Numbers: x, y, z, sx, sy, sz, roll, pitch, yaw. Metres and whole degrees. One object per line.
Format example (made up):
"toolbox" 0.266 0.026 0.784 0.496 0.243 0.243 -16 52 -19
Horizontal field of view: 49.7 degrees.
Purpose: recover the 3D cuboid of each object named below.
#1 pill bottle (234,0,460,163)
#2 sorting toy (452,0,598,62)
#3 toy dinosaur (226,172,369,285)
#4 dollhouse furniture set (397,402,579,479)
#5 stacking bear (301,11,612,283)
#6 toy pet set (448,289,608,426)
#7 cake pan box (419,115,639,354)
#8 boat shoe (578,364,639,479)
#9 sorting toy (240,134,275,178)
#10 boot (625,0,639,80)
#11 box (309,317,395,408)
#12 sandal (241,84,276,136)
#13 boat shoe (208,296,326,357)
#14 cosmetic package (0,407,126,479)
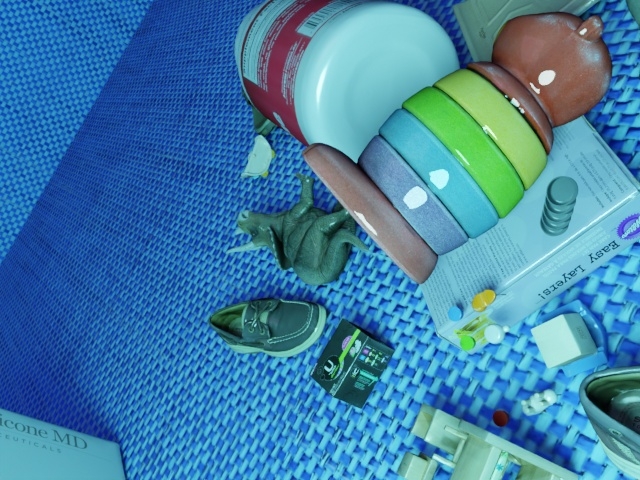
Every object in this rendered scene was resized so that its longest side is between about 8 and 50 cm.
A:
"pill bottle" 0.010 -0.258 1.045 0.229 0.229 0.407 -54 33 6
"sorting toy" 0.287 -0.322 0.917 0.208 0.038 0.193 -33 41 26
"toy dinosaur" 0.000 0.000 0.984 0.313 0.121 0.160 30 100 52
"dollhouse furniture set" 0.126 0.263 0.631 0.182 0.101 0.161 -64 9 -8
"stacking bear" 0.156 -0.108 0.687 0.289 0.175 0.164 -42 65 7
"toy pet set" 0.202 0.098 0.654 0.114 0.065 0.122 -35 64 36
"cake pan box" 0.202 -0.046 0.772 0.245 0.070 0.267 -41 37 21
"boat shoe" 0.308 0.137 0.458 0.285 0.092 0.103 1 62 52
"sorting toy" -0.127 -0.146 1.309 0.075 0.045 0.083 -12 55 57
"boot" 0.420 -0.255 0.667 0.246 0.083 0.161 -26 57 39
"box" 0.038 0.149 0.840 0.083 0.052 0.062 -60 34 -1
"sandal" -0.118 -0.307 1.381 0.120 0.086 0.303 -45 35 20
"boat shoe" -0.086 0.122 1.003 0.223 0.073 0.080 -14 54 48
"cosmetic package" -0.488 0.498 0.993 0.327 0.329 0.394 -53 34 9
